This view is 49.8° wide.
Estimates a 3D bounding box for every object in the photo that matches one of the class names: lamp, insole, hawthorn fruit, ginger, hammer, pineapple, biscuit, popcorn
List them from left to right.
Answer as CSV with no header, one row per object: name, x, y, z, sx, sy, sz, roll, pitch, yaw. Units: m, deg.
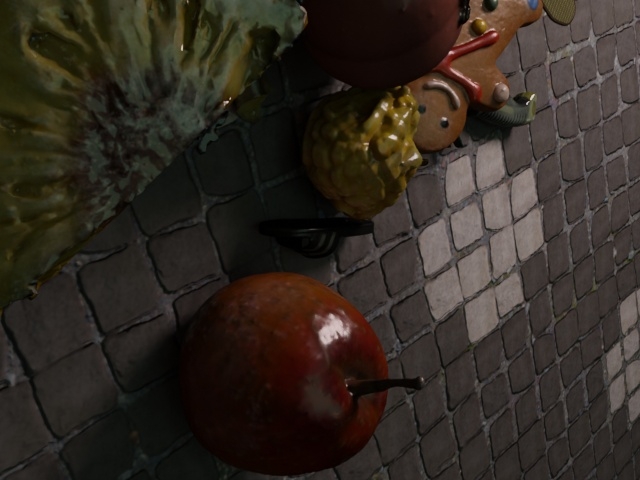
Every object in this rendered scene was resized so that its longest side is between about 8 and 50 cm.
pineapple,-0.210,-0.128,0.593,0.344,0.286,0.209,-46,106,-8
ginger,-0.092,-0.199,0.798,0.057,0.044,0.137,-31,115,-14
hawthorn fruit,-0.033,0.167,0.789,0.231,0.263,0.235,-44,153,-2
popcorn,0.060,-0.116,0.881,0.170,0.180,0.180,26,78,-7
lamp,0.083,-0.322,0.766,0.305,0.240,0.305,-3,90,-77
biscuit,0.207,-0.271,1.000,0.205,0.049,0.324,34,84,-20
hammer,0.266,-0.219,1.104,0.226,0.041,0.158,3,95,-41
insole,0.385,-0.461,1.193,0.253,0.005,0.086,33,74,-39

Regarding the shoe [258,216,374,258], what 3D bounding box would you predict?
shoe,0.000,0.000,0.892,0.179,0.071,0.049,-5,103,-44
